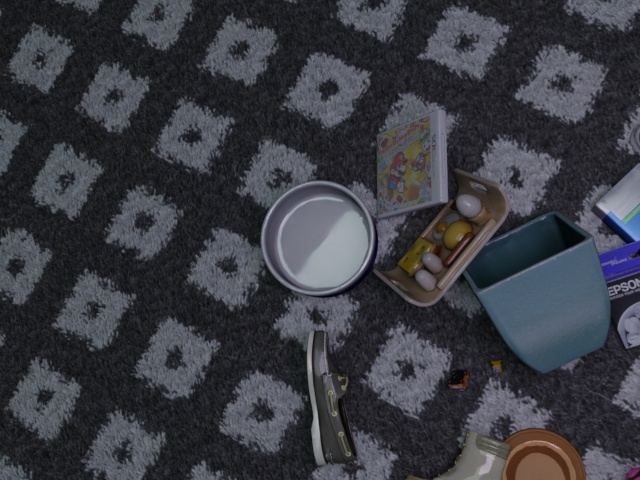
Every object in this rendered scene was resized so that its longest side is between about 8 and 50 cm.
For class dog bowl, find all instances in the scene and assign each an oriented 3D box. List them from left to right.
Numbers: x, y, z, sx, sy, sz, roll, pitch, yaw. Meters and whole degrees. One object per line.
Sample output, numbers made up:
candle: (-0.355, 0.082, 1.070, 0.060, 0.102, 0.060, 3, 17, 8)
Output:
dog bowl: (0.000, 0.000, 1.763, 0.265, 0.104, 0.265, -2, 81, 11)

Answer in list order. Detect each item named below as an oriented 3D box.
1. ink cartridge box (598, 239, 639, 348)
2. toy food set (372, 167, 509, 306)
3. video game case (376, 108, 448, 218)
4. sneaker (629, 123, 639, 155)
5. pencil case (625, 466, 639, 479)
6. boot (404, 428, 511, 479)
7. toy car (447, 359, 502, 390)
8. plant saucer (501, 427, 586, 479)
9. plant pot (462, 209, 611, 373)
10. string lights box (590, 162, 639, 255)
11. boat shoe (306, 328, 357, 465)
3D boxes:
ink cartridge box: (0.698, 0.098, 1.582, 0.206, 0.045, 0.208, -25, 85, 32)
toy food set: (0.251, -0.014, 1.651, 0.092, 0.220, 0.306, 40, 90, -23)
video game case: (0.202, -0.167, 1.712, 0.026, 0.227, 0.206, 6, 79, -32)
sneaker: (0.782, -0.171, 1.630, 0.252, 0.111, 0.103, 43, 91, 14)
pencil case: (0.623, 0.562, 1.555, 0.098, 0.095, 0.209, 39, 88, 31)
boot: (0.295, 0.488, 1.637, 0.213, 0.077, 0.165, 7, 72, 30)
toy car: (0.343, 0.305, 1.671, 0.122, 0.060, 0.040, -15, 110, 15)
plant saucer: (0.465, 0.504, 1.621, 0.200, 0.037, 0.200, -2, 80, 10)
plant pot: (0.460, 0.122, 1.579, 0.248, 0.247, 0.252, -27, 103, 6)
string lights box: (0.731, -0.027, 1.634, 0.133, 0.077, 0.260, -43, 76, 2)
boat shoe: (0.024, 0.347, 1.702, 0.091, 0.109, 0.305, -6, 86, 10)
